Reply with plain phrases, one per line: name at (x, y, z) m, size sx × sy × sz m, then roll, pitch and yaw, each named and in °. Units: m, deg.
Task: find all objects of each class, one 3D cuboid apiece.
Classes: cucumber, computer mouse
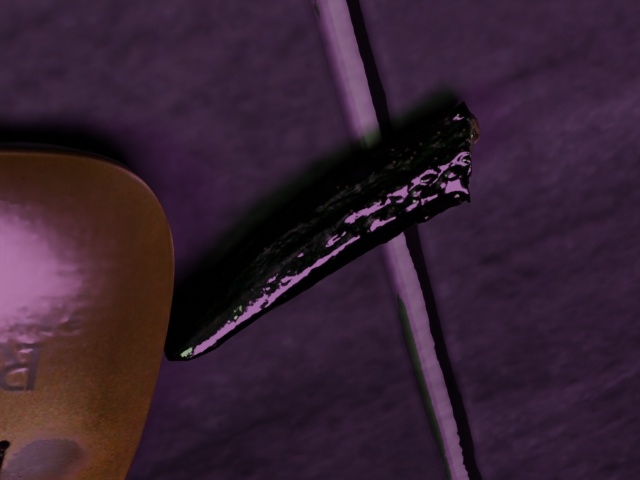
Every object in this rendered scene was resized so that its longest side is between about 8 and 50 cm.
cucumber at (-0.001, -0.002, 0.518) m, size 0.135 × 0.033 × 0.034 m, roll -30°, pitch 98°, yaw 1°
computer mouse at (-0.111, 0.054, 0.506) m, size 0.102 × 0.045 × 0.199 m, roll 2°, pitch 128°, yaw -25°
